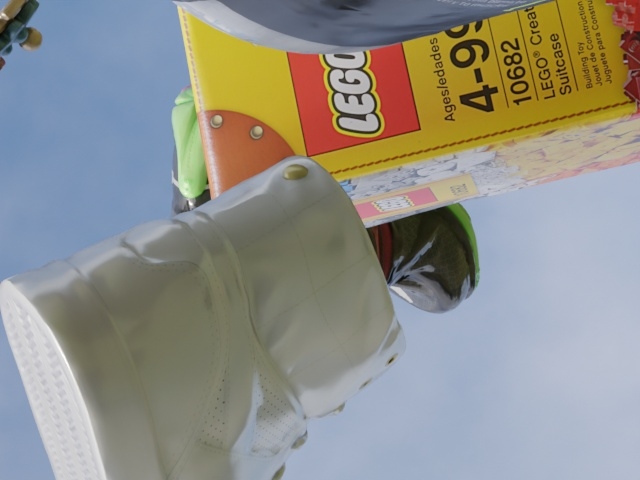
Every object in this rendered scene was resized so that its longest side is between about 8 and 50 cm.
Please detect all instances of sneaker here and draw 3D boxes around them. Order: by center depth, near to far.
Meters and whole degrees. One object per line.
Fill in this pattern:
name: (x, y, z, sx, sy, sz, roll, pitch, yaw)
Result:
sneaker: (-0.030, 0.100, 0.540, 0.169, 0.108, 0.293, -29, -42, -27)
sneaker: (0.000, 0.000, 1.215, 0.482, 0.185, 0.202, 26, -105, -49)

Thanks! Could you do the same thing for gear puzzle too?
gear puzzle: (-0.340, -0.068, 0.976, 0.044, 0.175, 0.339, 40, -123, -18)

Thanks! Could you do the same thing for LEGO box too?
LEGO box: (0.085, -0.284, 0.763, 0.193, 0.372, 0.501, 33, -135, -76)

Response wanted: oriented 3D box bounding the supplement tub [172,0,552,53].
supplement tub: (0.057, -0.171, 0.322, 0.207, 0.338, 0.207, -1, -88, -24)
